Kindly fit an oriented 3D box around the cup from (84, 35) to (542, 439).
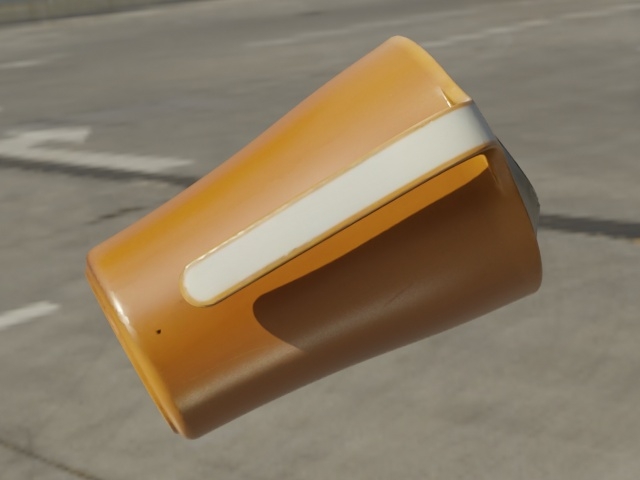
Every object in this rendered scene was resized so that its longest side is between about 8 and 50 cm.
[{"bbox_3d":[0.000,0.000,0.786,0.264,0.182,0.226,-30,-8,-8],"label":"cup"}]
